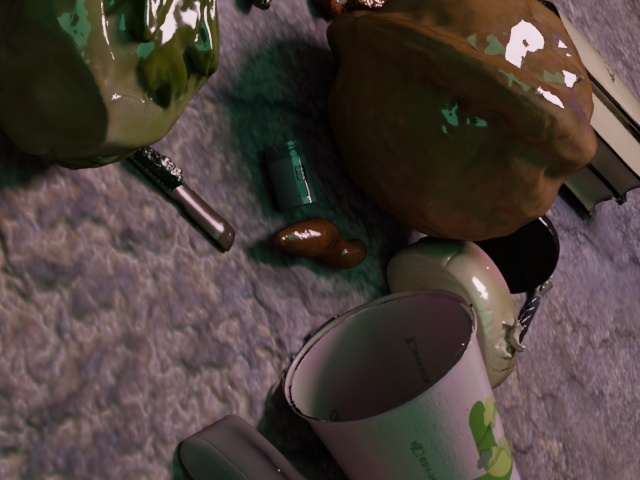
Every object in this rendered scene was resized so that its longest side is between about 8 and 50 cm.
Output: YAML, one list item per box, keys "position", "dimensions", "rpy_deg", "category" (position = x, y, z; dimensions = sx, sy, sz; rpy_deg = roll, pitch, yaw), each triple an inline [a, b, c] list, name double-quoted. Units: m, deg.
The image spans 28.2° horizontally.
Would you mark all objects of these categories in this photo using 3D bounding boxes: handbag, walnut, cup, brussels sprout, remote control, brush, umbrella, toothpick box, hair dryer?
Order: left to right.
- position: [-0.228, -0.238, 1.293]
  dimensions: [0.328, 0.247, 0.328]
  rpy_deg: [30, 51, -44]
  category: "brussels sprout"
- position: [-0.156, -0.056, 1.495]
  dimensions: [0.190, 0.027, 0.034]
  rpy_deg: [47, 46, -33]
  category: "brush"
- position: [-0.039, -0.084, 1.641]
  dimensions: [0.052, 0.052, 0.083]
  rpy_deg: [-16, 91, -54]
  category: "toothpick box"
- position: [-0.015, 0.307, 1.396]
  dimensions: [0.313, 0.055, 0.109]
  rpy_deg: [41, 31, 17]
  category: "remote control"
- position: [0.117, 0.236, 1.587]
  dimensions: [0.253, 0.253, 0.274]
  rpy_deg: [-55, 129, -47]
  category: "cup"
- position: [0.190, -0.179, 1.755]
  dimensions: [0.383, 0.383, 0.384]
  rpy_deg: [24, 58, -47]
  category: "walnut"
- position: [0.258, -0.104, 2.043]
  dimensions: [0.284, 0.156, 0.320]
  rpy_deg: [36, 33, -14]
  category: "hair dryer"
- position: [0.352, 0.099, 2.103]
  dimensions: [0.044, 0.044, 0.269]
  rpy_deg: [34, 43, -2]
  category: "umbrella"
- position: [0.463, -0.237, 2.282]
  dimensions: [0.358, 0.160, 0.237]
  rpy_deg: [38, 42, -39]
  category: "handbag"

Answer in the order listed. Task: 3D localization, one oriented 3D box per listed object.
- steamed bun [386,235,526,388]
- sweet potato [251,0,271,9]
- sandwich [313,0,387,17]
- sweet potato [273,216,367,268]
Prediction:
- position: [0.204, 0.104, 1.807]
  dimensions: [0.170, 0.152, 0.239]
  rpy_deg: [-15, 91, -55]
  category: "steamed bun"
- position: [-0.066, -0.415, 1.730]
  dimensions: [0.081, 0.062, 0.233]
  rpy_deg: [7, 74, -36]
  category: "sweet potato"
- position: [0.045, -0.412, 1.855]
  dimensions: [0.159, 0.079, 0.235]
  rpy_deg: [-22, 95, -54]
  category: "sandwich"
- position: [0.002, 0.001, 1.661]
  dimensions: [0.202, 0.055, 0.058]
  rpy_deg: [13, 103, -53]
  category: "sweet potato"
